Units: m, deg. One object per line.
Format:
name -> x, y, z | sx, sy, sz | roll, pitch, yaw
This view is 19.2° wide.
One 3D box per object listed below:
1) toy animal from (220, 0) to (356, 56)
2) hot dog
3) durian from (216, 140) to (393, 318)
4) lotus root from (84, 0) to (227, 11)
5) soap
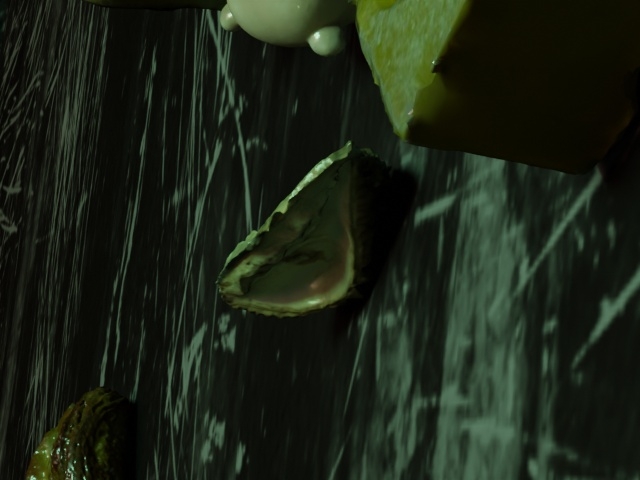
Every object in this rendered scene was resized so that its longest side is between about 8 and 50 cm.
toy animal -> 0.002, -0.130, 0.913 | 0.114, 0.091, 0.082 | 0, 100, 44
hot dog -> -0.168, 0.173, 1.337 | 0.099, 0.065, 0.147 | -45, 36, 49
durian -> -0.003, -0.009, 0.865 | 0.130, 0.066, 0.052 | -50, 34, 45
lotus root -> -0.086, -0.242, 1.024 | 0.180, 0.199, 0.188 | 108, 155, -46
soap -> 0.070, -0.151, 0.654 | 0.160, 0.080, 0.257 | 155, 123, -71
